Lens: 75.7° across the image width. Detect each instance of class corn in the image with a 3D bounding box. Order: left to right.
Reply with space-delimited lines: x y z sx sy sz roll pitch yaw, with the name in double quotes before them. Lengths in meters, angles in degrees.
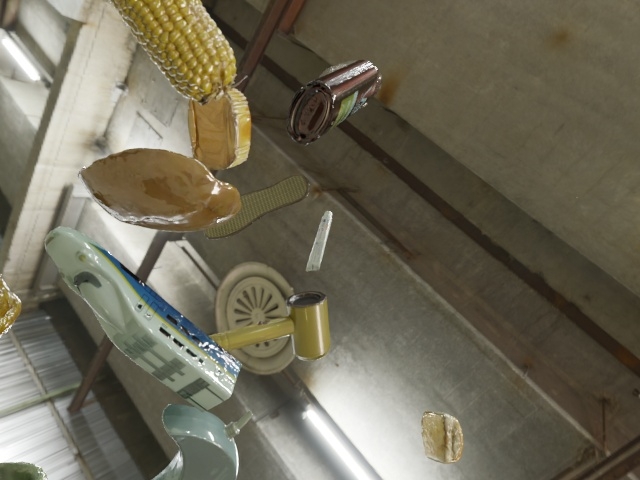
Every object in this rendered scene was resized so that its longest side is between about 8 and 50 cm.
"corn" -0.224 -0.325 0.544 0.106 0.106 0.305 -14 -53 32

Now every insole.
"insole" -0.137 -0.070 0.844 0.253 0.005 0.086 -23 -116 14

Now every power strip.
"power strip" -0.163 0.270 0.481 0.216 0.137 0.044 -49 -149 10

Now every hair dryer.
"hair dryer" -0.112 0.206 0.888 0.090 0.278 0.135 -153 -125 -65

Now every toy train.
"toy train" -0.181 0.082 0.413 0.052 0.051 0.234 -34 -67 20

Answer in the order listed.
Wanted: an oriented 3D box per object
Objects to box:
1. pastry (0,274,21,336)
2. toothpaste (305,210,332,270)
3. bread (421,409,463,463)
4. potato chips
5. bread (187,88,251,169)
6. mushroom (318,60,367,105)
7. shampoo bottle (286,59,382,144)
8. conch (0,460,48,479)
"pastry" -0.639 0.136 0.725 0.188 0.189 0.103 7 -50 31
"toothpaste" 0.000 0.000 1.306 0.052 0.033 0.218 -6 -126 34
"bread" 0.321 0.513 1.073 0.106 0.082 0.125 146 -48 -61
"potato chips" -0.208 -0.047 0.529 0.208 0.195 0.062 8 -108 -7
"bread" -0.234 -0.266 0.972 0.132 0.114 0.191 10 -67 10
"mushroom" 0.066 -0.445 1.211 0.188 0.117 0.141 -7 -68 26
"shampoo bottle" 0.046 -0.298 0.848 0.084 0.323 0.129 37 -52 3
"conch" -0.310 0.235 0.281 0.187 0.181 0.124 -3 -111 60
